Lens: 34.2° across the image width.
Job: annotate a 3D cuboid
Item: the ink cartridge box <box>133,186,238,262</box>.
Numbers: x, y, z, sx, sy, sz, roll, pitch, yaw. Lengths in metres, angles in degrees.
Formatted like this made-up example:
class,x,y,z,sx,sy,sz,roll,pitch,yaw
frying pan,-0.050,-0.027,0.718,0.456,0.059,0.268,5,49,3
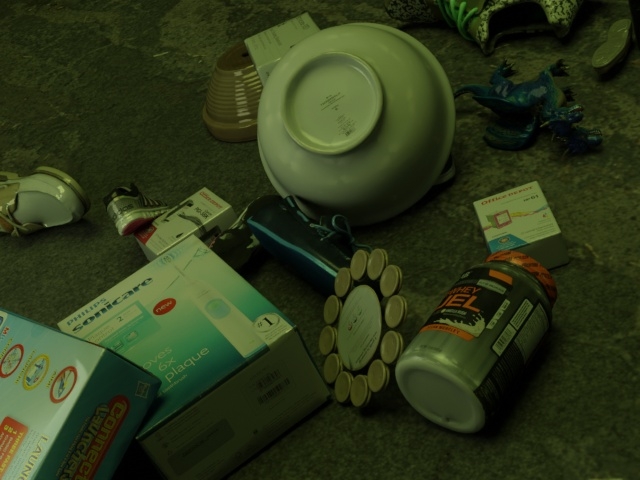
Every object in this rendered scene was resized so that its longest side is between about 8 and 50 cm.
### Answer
class,x,y,z,sx,sy,sz,roll,pitch,yaw
ink cartridge box,-0.197,-0.011,1.561,0.135,0.056,0.099,-35,35,-16

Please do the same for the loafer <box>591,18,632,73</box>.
class,x,y,z,sx,sy,sz,roll,pitch,yaw
loafer,0.449,-0.287,1.577,0.045,0.039,0.125,-2,41,41

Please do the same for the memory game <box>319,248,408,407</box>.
class,x,y,z,sx,sy,sz,roll,pitch,yaw
memory game,0.048,0.099,1.191,0.012,0.186,0.186,12,22,-27

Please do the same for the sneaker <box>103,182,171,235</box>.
class,x,y,z,sx,sy,sz,roll,pitch,yaw
sneaker,-0.286,-0.055,1.608,0.063,0.075,0.170,-35,-1,12

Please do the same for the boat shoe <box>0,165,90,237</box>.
class,x,y,z,sx,sy,sz,roll,pitch,yaw
boat shoe,-0.502,-0.054,1.765,0.302,0.113,0.103,0,40,47

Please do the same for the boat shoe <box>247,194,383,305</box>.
class,x,y,z,sx,sy,sz,roll,pitch,yaw
boat shoe,0.000,0.000,1.357,0.089,0.109,0.258,-42,49,-14

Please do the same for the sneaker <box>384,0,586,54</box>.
class,x,y,z,sx,sy,sz,roll,pitch,yaw
sneaker,0.268,-0.403,1.767,0.410,0.158,0.182,1,58,39

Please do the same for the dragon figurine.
class,x,y,z,sx,sy,sz,roll,pitch,yaw
dragon figurine,0.275,-0.190,1.500,0.289,0.085,0.144,8,44,36

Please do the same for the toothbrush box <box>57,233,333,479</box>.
class,x,y,z,sx,sy,sz,roll,pitch,yaw
toothbrush box,-0.160,0.144,1.265,0.216,0.126,0.295,-34,34,-14

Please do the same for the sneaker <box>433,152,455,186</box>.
class,x,y,z,sx,sy,sz,roll,pitch,yaw
sneaker,0.123,-0.185,1.519,0.086,0.163,0.226,-22,35,-1

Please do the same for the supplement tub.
class,x,y,z,sx,sy,sz,roll,pitch,yaw
supplement tub,0.175,0.104,1.127,0.117,0.117,0.190,9,45,39

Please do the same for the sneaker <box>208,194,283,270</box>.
class,x,y,z,sx,sy,sz,roll,pitch,yaw
sneaker,-0.110,-0.004,1.491,0.178,0.072,0.077,-33,-2,-39

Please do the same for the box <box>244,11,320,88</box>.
class,x,y,z,sx,sy,sz,roll,pitch,yaw
box,-0.026,-0.242,1.652,0.119,0.182,0.181,-23,27,0

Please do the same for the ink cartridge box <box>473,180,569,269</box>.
class,x,y,z,sx,sy,sz,roll,pitch,yaw
ink cartridge box,0.249,-0.012,1.302,0.088,0.052,0.122,-19,33,7

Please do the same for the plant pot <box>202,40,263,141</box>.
class,x,y,z,sx,sy,sz,roll,pitch,yaw
plant pot,-0.112,-0.285,1.843,0.237,0.110,0.237,-17,33,11

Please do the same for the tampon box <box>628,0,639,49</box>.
class,x,y,z,sx,sy,sz,roll,pitch,yaw
tampon box,0.540,-0.385,1.597,0.120,0.101,0.161,-7,36,23

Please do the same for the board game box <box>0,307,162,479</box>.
class,x,y,z,sx,sy,sz,roll,pitch,yaw
board game box,-0.356,0.243,1.155,0.302,0.086,0.308,10,67,49

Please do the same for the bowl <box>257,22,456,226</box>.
class,x,y,z,sx,sy,sz,roll,pitch,yaw
bowl,0.031,-0.174,1.432,0.297,0.134,0.298,-2,82,17
